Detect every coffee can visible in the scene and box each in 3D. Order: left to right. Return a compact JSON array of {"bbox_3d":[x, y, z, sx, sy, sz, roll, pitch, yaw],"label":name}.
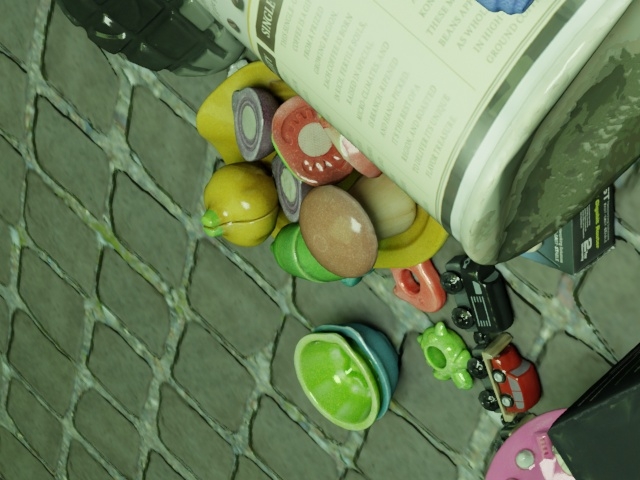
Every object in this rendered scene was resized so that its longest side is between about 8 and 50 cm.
[{"bbox_3d":[0.034,-0.153,0.721,0.275,0.201,0.201,44,143,17],"label":"coffee can"}]

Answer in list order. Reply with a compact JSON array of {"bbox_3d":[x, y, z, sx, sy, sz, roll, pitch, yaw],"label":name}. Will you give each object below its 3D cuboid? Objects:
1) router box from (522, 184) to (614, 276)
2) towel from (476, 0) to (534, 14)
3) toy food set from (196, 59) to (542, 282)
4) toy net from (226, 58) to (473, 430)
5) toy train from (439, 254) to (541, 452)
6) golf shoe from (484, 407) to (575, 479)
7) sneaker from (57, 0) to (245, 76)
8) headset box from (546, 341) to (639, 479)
[{"bbox_3d":[0.100,-0.052,0.862,0.092,0.038,0.122,21,132,38],"label":"router box"},{"bbox_3d":[0.033,-0.260,0.635,0.336,0.243,0.040,43,174,18],"label":"towel"},{"bbox_3d":[-0.001,-0.030,0.903,0.218,0.071,0.128,-3,114,50],"label":"toy food set"},{"bbox_3d":[0.000,0.000,1.015,0.122,0.045,0.232,-18,102,54],"label":"toy net"},{"bbox_3d":[0.107,0.080,0.969,0.036,0.027,0.158,-4,114,39],"label":"toy train"},{"bbox_3d":[0.224,0.187,0.865,0.306,0.115,0.140,35,177,11],"label":"golf shoe"},{"bbox_3d":[-0.136,-0.206,0.982,0.267,0.106,0.101,42,142,-14],"label":"sneaker"},{"bbox_3d":[0.278,0.097,0.650,0.283,0.131,0.246,-33,90,41],"label":"headset box"}]
